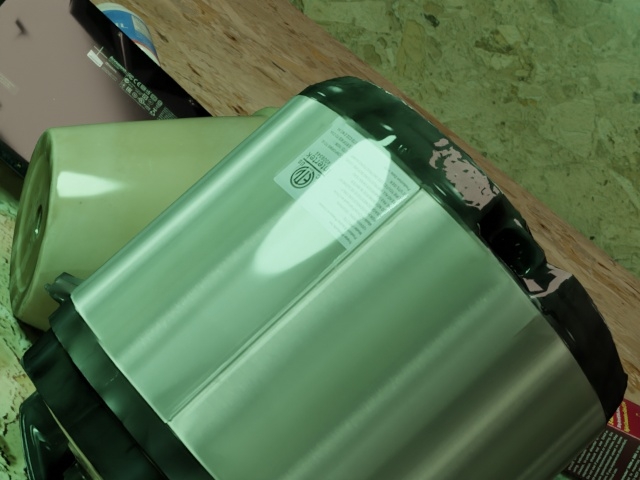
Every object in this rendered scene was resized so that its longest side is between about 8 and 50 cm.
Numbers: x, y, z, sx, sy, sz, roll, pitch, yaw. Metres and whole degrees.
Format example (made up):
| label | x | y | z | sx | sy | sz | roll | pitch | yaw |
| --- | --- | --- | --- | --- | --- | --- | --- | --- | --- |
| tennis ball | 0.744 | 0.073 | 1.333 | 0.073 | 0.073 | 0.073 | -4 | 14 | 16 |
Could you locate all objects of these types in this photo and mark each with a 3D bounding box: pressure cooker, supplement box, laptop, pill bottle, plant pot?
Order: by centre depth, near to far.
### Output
| label | x | y | z | sx | sy | sz | roll | pitch | yaw |
| --- | --- | --- | --- | --- | --- | --- | --- | --- | --- |
| pressure cooker | -0.028 | 0.125 | 1.036 | 0.375 | 0.420 | 0.370 | 50 | -7 | -16 |
| plant pot | -0.152 | 0.005 | 1.328 | 0.280 | 0.323 | 0.323 | 10 | 27 | -23 |
| supplement box | 0.315 | 0.217 | 1.446 | 0.239 | 0.073 | 0.130 | 25 | 14 | 4 |
| laptop | -0.290 | -0.140 | 1.678 | 0.382 | 0.236 | 0.408 | 42 | 48 | -18 |
| pill bottle | -0.311 | -0.279 | 2.002 | 0.124 | 0.124 | 0.221 | 27 | 18 | -26 |

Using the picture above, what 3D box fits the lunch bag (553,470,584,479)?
| label | x | y | z | sx | sy | sz | roll | pitch | yaw |
| --- | --- | --- | --- | --- | --- | --- | --- | --- | --- |
| lunch bag | 0.331 | 0.340 | 1.539 | 0.235 | 0.169 | 0.287 | 33 | 10 | 8 |
